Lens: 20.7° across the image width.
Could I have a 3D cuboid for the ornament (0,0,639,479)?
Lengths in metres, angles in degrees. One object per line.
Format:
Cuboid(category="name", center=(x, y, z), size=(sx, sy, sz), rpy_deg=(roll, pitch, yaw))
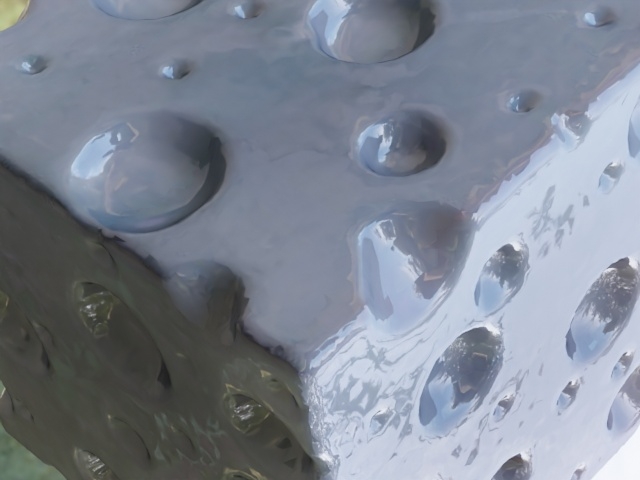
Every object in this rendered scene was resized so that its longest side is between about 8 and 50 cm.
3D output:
Cuboid(category="ornament", center=(0.000, 0.000, 0.755), size=(0.240, 0.239, 0.239), rpy_deg=(-41, 144, -26))
